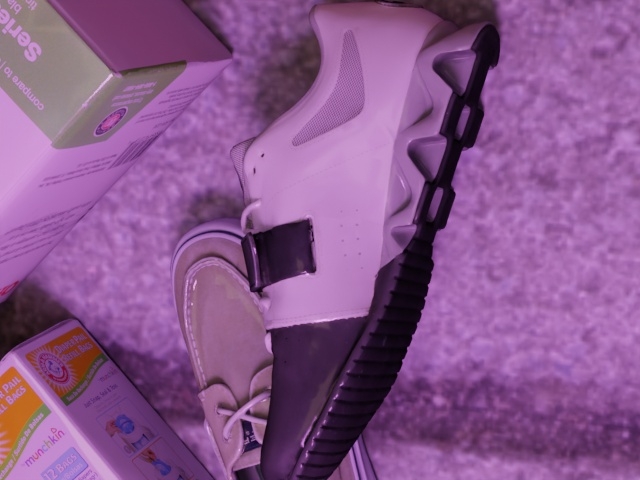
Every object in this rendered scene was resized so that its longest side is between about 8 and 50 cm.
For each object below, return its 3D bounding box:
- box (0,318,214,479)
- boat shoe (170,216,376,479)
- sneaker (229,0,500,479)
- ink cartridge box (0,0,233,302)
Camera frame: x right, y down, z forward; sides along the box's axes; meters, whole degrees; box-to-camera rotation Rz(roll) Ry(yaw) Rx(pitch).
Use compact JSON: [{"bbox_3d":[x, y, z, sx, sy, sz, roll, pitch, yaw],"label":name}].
[{"bbox_3d":[-0.173,0.175,1.032,0.114,0.103,0.203,-41,87,20],"label":"box"},{"bbox_3d":[-0.027,0.129,0.982,0.109,0.094,0.302,-22,94,20],"label":"boat shoe"},{"bbox_3d":[0.000,0.000,0.927,0.146,0.122,0.331,17,86,17],"label":"sneaker"},{"bbox_3d":[-0.214,-0.062,0.947,0.273,0.198,0.115,-44,86,19],"label":"ink cartridge box"}]
